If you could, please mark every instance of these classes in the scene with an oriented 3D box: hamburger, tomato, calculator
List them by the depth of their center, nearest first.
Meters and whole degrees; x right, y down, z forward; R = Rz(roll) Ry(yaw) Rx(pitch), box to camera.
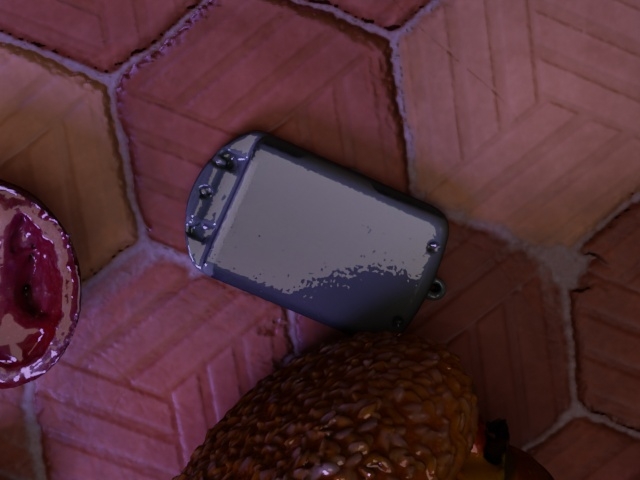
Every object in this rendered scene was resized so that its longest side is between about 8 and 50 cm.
[{"bbox_3d":[0.025,0.238,1.335,0.330,0.330,0.250,-41,100,7],"label":"hamburger"},{"bbox_3d":[-0.292,0.027,1.381,0.189,0.099,0.173,30,98,-6],"label":"tomato"},{"bbox_3d":[0.000,0.000,1.413,0.246,0.045,0.141,22,102,-7],"label":"calculator"}]
